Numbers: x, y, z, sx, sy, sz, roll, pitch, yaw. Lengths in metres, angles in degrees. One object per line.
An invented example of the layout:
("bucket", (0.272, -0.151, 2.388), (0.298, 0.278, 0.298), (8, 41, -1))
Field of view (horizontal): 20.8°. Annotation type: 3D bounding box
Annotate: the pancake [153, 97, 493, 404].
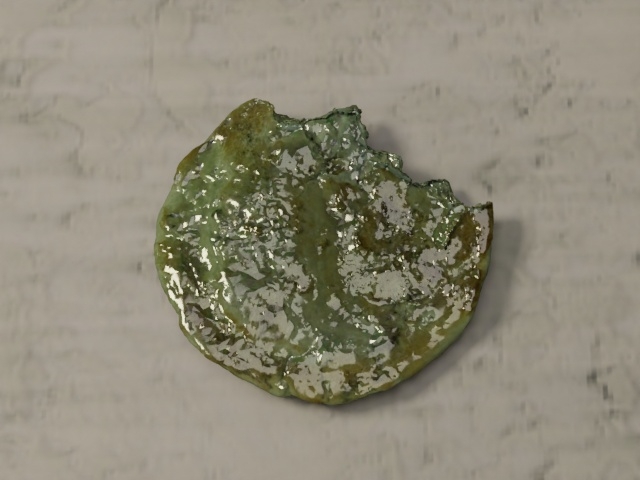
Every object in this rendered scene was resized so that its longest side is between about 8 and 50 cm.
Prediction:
("pancake", (-0.003, 0.004, 0.674), (0.129, 0.022, 0.116), (37, 80, 14))
